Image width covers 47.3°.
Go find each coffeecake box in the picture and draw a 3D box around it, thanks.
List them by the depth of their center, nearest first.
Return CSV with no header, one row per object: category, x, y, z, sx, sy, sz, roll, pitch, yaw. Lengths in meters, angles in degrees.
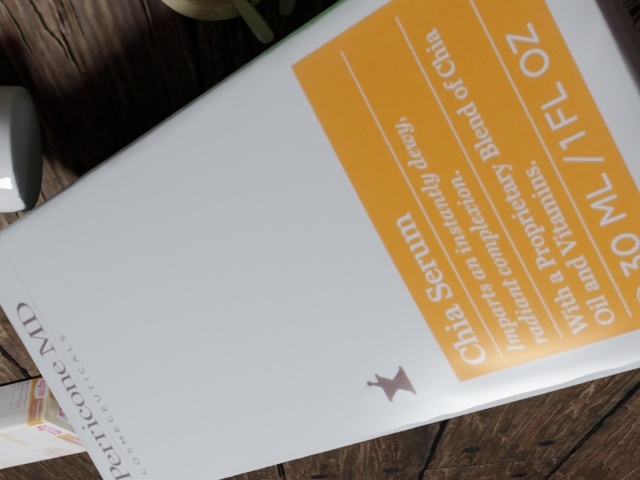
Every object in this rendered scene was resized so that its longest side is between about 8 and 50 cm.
coffeecake box,-0.419,0.260,1.032,0.185,0.068,0.142,-14,147,14

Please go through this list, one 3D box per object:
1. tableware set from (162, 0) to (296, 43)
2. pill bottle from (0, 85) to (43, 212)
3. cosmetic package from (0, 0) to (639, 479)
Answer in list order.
tableware set,-0.051,-0.193,0.399,0.128,0.039,0.194,5,146,-16
pill bottle,-0.306,-0.060,0.496,0.208,0.117,0.117,-1,148,-7
cosmetic package,0.000,0.000,0.486,0.453,0.230,0.161,-26,-174,32
